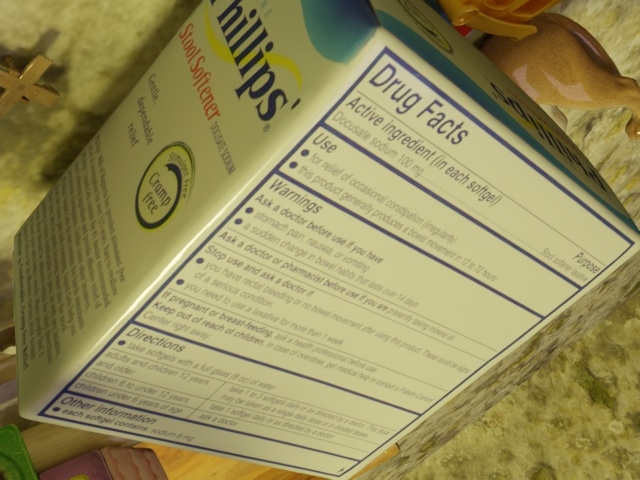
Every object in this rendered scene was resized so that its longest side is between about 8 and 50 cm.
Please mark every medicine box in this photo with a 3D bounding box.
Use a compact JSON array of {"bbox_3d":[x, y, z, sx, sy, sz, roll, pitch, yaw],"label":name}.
[{"bbox_3d":[0.000,0.000,0.503,0.264,0.149,0.289,26,118,-41],"label":"medicine box"}]

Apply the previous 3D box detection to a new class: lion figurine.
[{"bbox_3d":[0.152,-0.104,0.758,0.392,0.142,0.240,-49,119,-17],"label":"lion figurine"}]

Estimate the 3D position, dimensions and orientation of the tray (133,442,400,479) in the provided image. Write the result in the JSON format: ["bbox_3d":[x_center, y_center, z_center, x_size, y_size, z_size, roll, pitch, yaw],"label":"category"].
[{"bbox_3d":[-0.147,0.231,0.785,0.411,0.076,0.202,-31,126,3],"label":"tray"}]

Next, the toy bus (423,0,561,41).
[{"bbox_3d":[0.141,-0.210,0.570,0.211,0.149,0.220,-41,162,34],"label":"toy bus"}]

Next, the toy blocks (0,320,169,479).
[{"bbox_3d":[-0.182,0.151,0.529,0.260,0.288,0.308,-20,147,-26],"label":"toy blocks"}]

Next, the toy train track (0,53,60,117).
[{"bbox_3d":[-0.182,-0.096,0.441,0.048,0.014,0.083,-41,151,18],"label":"toy train track"}]
